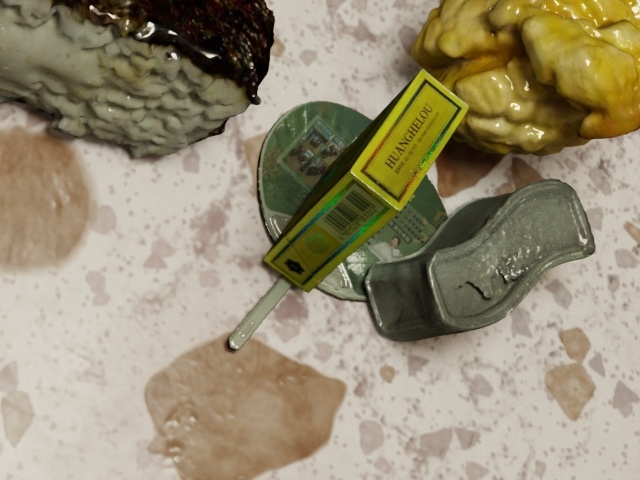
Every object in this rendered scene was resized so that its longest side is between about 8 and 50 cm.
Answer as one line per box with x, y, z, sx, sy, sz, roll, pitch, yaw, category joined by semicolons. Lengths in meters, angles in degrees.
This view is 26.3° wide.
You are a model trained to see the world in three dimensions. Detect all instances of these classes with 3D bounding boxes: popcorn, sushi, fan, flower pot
0.225;-0.194;1.405;0.264;0.332;0.225;-14;114;-1;popcorn
-0.216;-0.207;1.260;0.343;0.196;0.182;21;47;-24;sushi
-0.003;-0.032;1.390;0.294;0.012;0.223;-17;81;-30;fan
0.163;0.021;1.391;0.229;0.108;0.103;-31;98;-32;flower pot

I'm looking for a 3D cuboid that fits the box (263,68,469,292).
0.038;-0.050;1.283;0.064;0.220;0.141;38;58;-7;box
